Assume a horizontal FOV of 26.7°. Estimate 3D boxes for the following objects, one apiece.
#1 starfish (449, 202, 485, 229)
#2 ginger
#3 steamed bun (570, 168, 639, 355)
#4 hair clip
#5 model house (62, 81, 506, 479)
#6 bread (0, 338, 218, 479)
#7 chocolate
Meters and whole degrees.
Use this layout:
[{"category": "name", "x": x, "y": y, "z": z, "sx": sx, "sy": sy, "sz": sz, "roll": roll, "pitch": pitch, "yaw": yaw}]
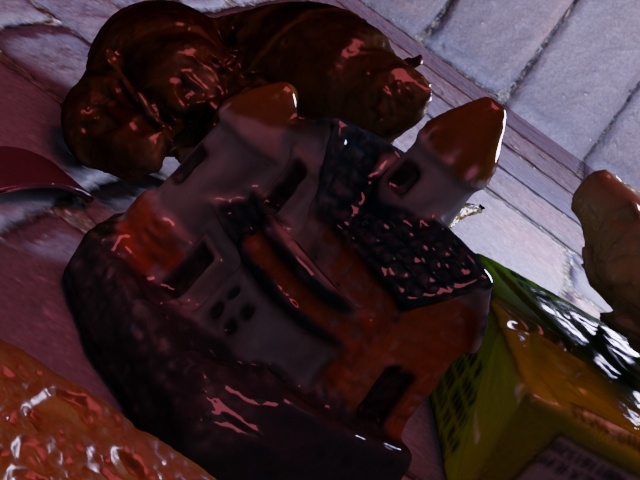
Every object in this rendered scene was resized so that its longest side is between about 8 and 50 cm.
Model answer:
[{"category": "starfish", "x": 0.021, "y": -0.056, "z": 1.471, "sx": 0.358, "sy": 0.078, "sz": 0.347, "roll": 25, "pitch": 20, "yaw": 4}, {"category": "ginger", "x": -0.071, "y": -0.135, "z": 1.225, "sx": 0.357, "sy": 0.152, "sz": 0.274, "roll": 4, "pitch": 19, "yaw": 11}, {"category": "steamed bun", "x": 0.336, "y": 0.064, "z": 1.201, "sx": 0.295, "sy": 0.137, "sz": 0.292, "roll": 31, "pitch": 17, "yaw": 10}, {"category": "hair clip", "x": -0.232, "y": -0.051, "z": 1.071, "sx": 0.054, "sy": 0.022, "sz": 0.137, "roll": 40, "pitch": 17, "yaw": 25}, {"category": "model house", "x": 0.000, "y": 0.000, "z": 0.936, "sx": 0.190, "sy": 0.301, "sz": 0.271, "roll": 30, "pitch": 16, "yaw": -42}, {"category": "bread", "x": -0.119, "y": 0.159, "z": 0.610, "sx": 0.235, "sy": 0.099, "sz": 0.210, "roll": 39, "pitch": 19, "yaw": -9}, {"category": "chocolate", "x": 0.239, "y": 0.177, "z": 1.170, "sx": 0.301, "sy": 0.137, "sz": 0.289, "roll": 30, "pitch": 17, "yaw": -13}]
